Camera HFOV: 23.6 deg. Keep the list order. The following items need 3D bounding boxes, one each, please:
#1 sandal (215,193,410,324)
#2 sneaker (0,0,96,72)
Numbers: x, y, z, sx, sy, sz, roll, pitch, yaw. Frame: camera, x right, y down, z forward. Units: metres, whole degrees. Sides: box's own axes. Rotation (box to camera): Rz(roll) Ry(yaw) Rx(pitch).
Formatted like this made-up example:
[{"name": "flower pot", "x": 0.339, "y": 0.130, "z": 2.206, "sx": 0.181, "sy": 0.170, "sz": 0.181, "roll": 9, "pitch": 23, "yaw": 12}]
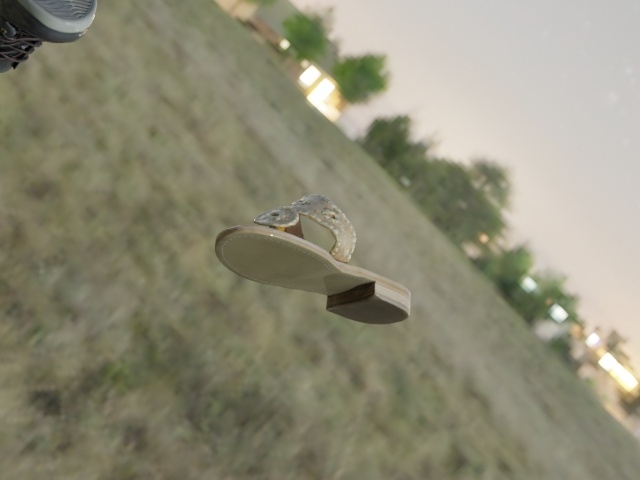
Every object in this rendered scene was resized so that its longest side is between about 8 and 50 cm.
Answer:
[{"name": "sandal", "x": -0.005, "y": 0.001, "z": 1.322, "sx": 0.240, "sy": 0.088, "sz": 0.079, "roll": 28, "pitch": 56, "yaw": -46}, {"name": "sneaker", "x": -0.279, "y": -0.201, "z": 1.455, "sx": 0.083, "sy": 0.118, "sz": 0.222, "roll": 2, "pitch": 24, "yaw": -31}]
